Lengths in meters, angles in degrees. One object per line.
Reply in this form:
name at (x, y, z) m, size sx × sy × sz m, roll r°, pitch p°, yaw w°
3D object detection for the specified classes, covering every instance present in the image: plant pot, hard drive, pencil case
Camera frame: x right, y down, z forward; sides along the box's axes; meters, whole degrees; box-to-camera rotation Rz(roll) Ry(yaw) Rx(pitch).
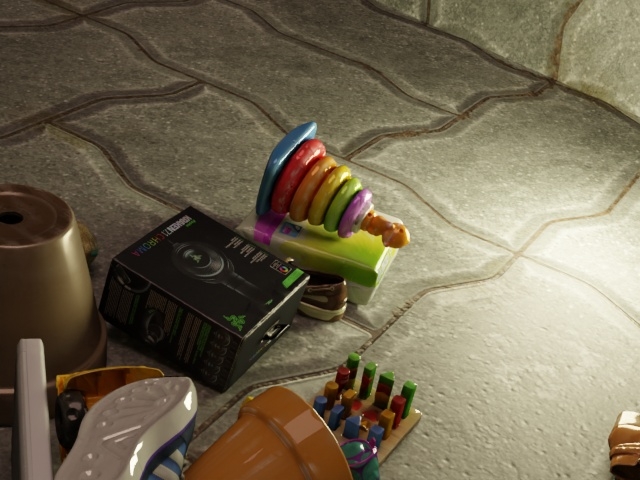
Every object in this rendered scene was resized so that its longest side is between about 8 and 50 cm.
plant pot at (-0.088, 0.334, 1.481) m, size 0.188 × 0.205 × 0.205 m, roll -28°, pitch 47°, yaw -27°
hard drive at (-0.378, 0.302, 1.407) m, size 0.040 × 0.203 × 0.307 m, roll 2°, pitch 32°, yaw -18°
pencil case at (0.067, 0.356, 1.521) m, size 0.070 × 0.152 × 0.064 m, roll -22°, pitch 22°, yaw -7°
plant pot at (-0.485, 0.079, 1.672) m, size 0.323 × 0.280 × 0.323 m, roll 8°, pitch 32°, yaw -5°

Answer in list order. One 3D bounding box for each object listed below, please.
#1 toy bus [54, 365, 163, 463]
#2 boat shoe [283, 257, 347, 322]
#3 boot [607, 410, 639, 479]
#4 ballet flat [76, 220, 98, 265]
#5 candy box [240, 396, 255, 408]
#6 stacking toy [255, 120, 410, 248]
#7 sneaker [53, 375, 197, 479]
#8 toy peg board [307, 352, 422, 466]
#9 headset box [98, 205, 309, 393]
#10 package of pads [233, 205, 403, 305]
toy bus at (-0.310, 0.283, 1.517) m, size 0.149 × 0.220 × 0.211 m, roll -2°, pitch -1°, yaw -28°
boat shoe at (-0.072, 0.069, 2.005) m, size 0.257 × 0.095 × 0.095 m, roll 13°, pitch 30°, yaw 2°
boot at (0.572, 0.358, 1.771) m, size 0.197 × 0.073 × 0.152 m, roll 8°, pitch 27°, yaw 18°
ballet flat at (-0.565, -0.028, 2.005) m, size 0.348 × 0.123 × 0.123 m, roll 21°, pitch 32°, yaw 16°
candy box at (-0.021, 0.307, 1.644) m, size 0.206 × 0.027 × 0.105 m, roll 32°, pitch -2°, yaw 30°
stacking toy at (0.039, -0.071, 2.053) m, size 0.301 × 0.166 × 0.175 m, roll 31°, pitch 51°, yaw 10°
sneaker at (-0.223, 0.333, 1.330) m, size 0.130 × 0.236 × 0.323 m, roll -4°, pitch 19°, yaw 12°
toy peg board at (0.067, 0.264, 1.745) m, size 0.161 × 0.079 × 0.160 m, roll 24°, pitch 33°, yaw 22°
headset box at (-0.189, 0.100, 1.852) m, size 0.283 × 0.131 × 0.246 m, roll 31°, pitch 34°, yaw 13°
package of pads at (0.000, 0.000, 2.143) m, size 0.296 × 0.101 × 0.229 m, roll 19°, pitch 32°, yaw 11°
